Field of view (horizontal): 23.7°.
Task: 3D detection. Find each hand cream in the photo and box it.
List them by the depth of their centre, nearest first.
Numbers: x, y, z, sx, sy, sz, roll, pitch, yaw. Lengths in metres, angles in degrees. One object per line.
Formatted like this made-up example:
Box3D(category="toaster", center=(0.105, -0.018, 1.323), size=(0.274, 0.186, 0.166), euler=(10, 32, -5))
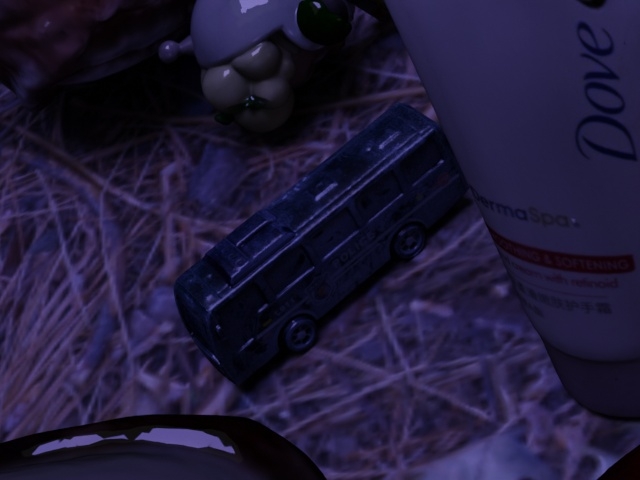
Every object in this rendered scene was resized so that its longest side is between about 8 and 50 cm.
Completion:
Box3D(category="hand cream", center=(0.107, -0.031, 0.621), size=(0.133, 0.248, 0.083), euler=(8, 52, 38))

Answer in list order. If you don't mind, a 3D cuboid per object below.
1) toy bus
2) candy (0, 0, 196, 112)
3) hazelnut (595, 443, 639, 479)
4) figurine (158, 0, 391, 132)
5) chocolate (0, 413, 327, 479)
Box3D(category="toy bus", center=(0.000, 0.000, 0.789), size=(0.166, 0.065, 0.047), euler=(-39, 43, -11))
Box3D(category="candy", center=(-0.117, -0.206, 0.969), size=(0.289, 0.157, 0.214), euler=(-48, 6, -18))
Box3D(category="hazelnut", center=(0.144, 0.149, 0.470), size=(0.229, 0.229, 0.229), euler=(-16, 44, 16))
Box3D(category="figurine", center=(-0.001, -0.147, 0.900), size=(0.197, 0.093, 0.147), euler=(-37, 16, 3))
Box3D(category="chocolate", center=(-0.099, 0.162, 0.452), size=(0.283, 0.283, 0.186), euler=(-27, 72, 4))
